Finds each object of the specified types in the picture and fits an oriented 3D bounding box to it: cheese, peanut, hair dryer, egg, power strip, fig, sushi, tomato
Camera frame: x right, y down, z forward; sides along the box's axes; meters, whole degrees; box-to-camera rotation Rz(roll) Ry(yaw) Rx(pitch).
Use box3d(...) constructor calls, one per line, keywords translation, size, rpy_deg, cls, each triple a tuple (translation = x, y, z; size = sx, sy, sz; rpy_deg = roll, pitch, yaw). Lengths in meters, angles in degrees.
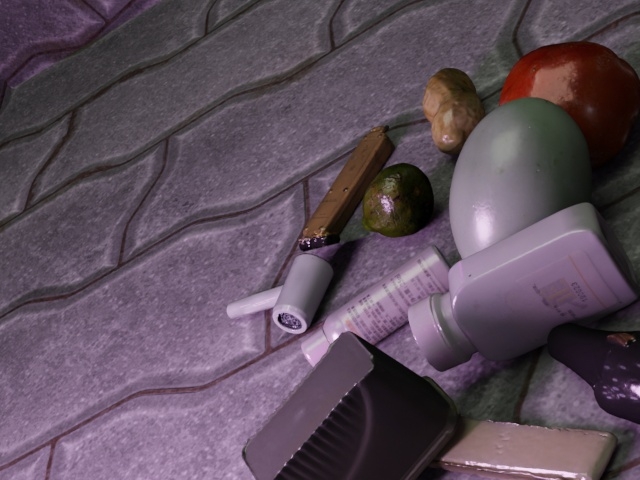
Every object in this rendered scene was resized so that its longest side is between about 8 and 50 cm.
box3d(translation=(0.205, 0.272, 1.611), size=(0.400, 0.034, 0.085), rpy_deg=(-3, 49, 48), cls="cheese")
box3d(translation=(0.241, -0.238, 2.224), size=(0.229, 0.098, 0.103), rpy_deg=(-94, 19, -57), cls="peanut")
box3d(translation=(0.473, 0.095, 1.525), size=(0.360, 0.120, 0.304), rpy_deg=(-32, 13, -8), cls="hair dryer")
box3d(translation=(-0.092, 0.107, 2.149), size=(0.236, 0.073, 0.131), rpy_deg=(-15, 38, 41), cls="hair dryer")
box3d(translation=(0.291, -0.068, 1.781), size=(0.203, 0.203, 0.282), rpy_deg=(14, 91, 56), cls="egg")
box3d(translation=(0.058, -0.103, 2.300), size=(0.064, 0.044, 0.305), rpy_deg=(-3, 46, 48), cls="power strip")
box3d(translation=(0.120, -0.062, 2.097), size=(0.156, 0.123, 0.123), rpy_deg=(-20, 32, 53), cls="fig")
box3d(translation=(0.000, 0.000, 2.163), size=(0.120, 0.026, 0.126), rpy_deg=(-14, -1, 36), cls="sushi")
box3d(translation=(0.380, -0.209, 1.926), size=(0.232, 0.188, 0.232), rpy_deg=(-31, 29, 20), cls="tomato")

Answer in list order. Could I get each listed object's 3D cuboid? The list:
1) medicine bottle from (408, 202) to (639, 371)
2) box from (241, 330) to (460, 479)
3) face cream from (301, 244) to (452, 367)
box3d(translation=(0.272, 0.074, 1.678), size=(0.296, 0.161, 0.111), rpy_deg=(-30, 31, 20), cls="medicine bottle")
box3d(translation=(0.029, 0.265, 1.624), size=(0.274, 0.178, 0.138), rpy_deg=(-49, 33, 1), cls="box")
box3d(translation=(0.089, 0.111, 1.918), size=(0.269, 0.082, 0.082), rpy_deg=(-34, 29, 8), cls="face cream")
